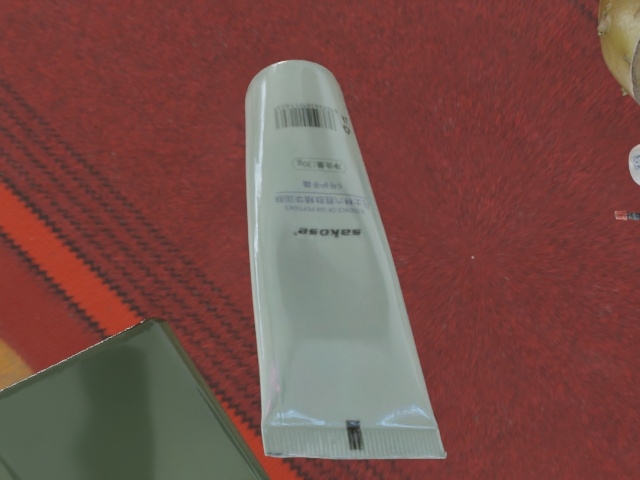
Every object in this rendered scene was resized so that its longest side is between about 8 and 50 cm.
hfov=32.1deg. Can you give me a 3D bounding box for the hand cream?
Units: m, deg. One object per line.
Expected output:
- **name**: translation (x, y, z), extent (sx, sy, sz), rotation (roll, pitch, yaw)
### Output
- **hand cream**: translation (0.000, 0.000, 0.731), extent (0.109, 0.067, 0.320), rotation (4, 47, -17)

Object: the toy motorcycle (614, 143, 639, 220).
- **toy motorcycle**: translation (0.484, -0.087, 1.506), extent (0.150, 0.221, 0.102), rotation (-3, 69, 0)

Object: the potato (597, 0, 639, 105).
- **potato**: translation (0.325, -0.220, 0.997), extent (0.202, 0.182, 0.117), rotation (-42, 50, 3)

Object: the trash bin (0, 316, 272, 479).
- **trash bin**: translation (-0.129, 0.259, 0.866), extent (0.343, 0.223, 0.158), rotation (50, 136, 15)
